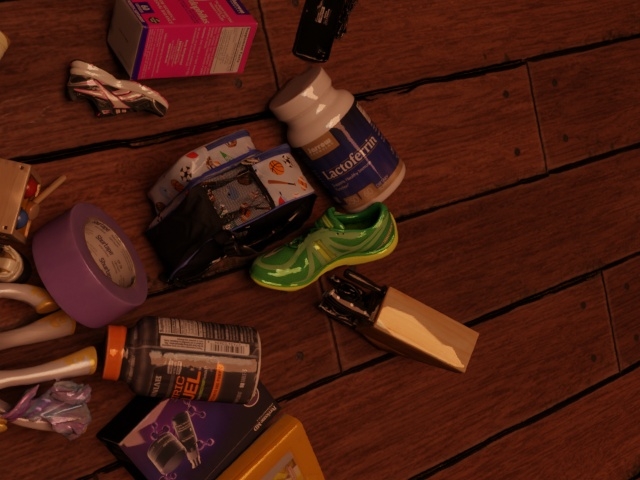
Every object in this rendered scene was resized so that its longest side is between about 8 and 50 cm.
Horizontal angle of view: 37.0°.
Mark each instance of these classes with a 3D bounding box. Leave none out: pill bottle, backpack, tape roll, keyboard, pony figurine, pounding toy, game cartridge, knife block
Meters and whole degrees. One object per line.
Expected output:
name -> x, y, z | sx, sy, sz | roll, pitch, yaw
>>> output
pill bottle -> 0.031, -0.191, 1.820 | 0.265, 0.153, 0.153 | 49, 64, -22
backpack -> -0.152, -0.064, 1.649 | 0.263, 0.276, 0.213 | -20, 86, -36
tape roll -> -0.364, 0.039, 1.524 | 0.080, 0.189, 0.189 | -31, 111, 13
keyboard -> 0.011, -0.436, 1.895 | 0.100, 0.038, 0.192 | 17, 79, -9
pony figurine -> -0.519, 0.208, 1.400 | 0.363, 0.303, 0.351 | 4, 54, -30
pill bottle -> -0.228, 0.192, 1.549 | 0.245, 0.130, 0.131 | 8, 84, -16
pounding toy -> -0.473, -0.065, 1.500 | 0.100, 0.141, 0.130 | 13, 80, -4
game cartridge -> -0.118, 0.511, 1.702 | 0.323, 0.052, 0.285 | -43, 132, -29
knife block -> 0.141, 0.147, 1.838 | 0.088, 0.275, 0.242 | -67, 149, -16

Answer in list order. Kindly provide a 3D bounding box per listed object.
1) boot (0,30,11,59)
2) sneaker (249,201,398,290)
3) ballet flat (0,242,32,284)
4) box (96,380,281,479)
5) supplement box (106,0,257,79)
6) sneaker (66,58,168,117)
boot -> -0.599, -0.292, 1.448 | 0.213, 0.077, 0.165 | 32, 73, -32
sneaker -> 0.000, 0.000, 1.778 | 0.295, 0.109, 0.124 | -21, 127, -14
ballet flat -> -0.511, 0.028, 1.464 | 0.203, 0.074, 0.074 | 35, 68, -49
box -> -0.223, 0.316, 1.666 | 0.261, 0.103, 0.184 | -46, 115, -26
supplement box -> -0.236, -0.356, 1.647 | 0.220, 0.114, 0.111 | -10, 50, -35
sneaker -> -0.351, -0.240, 1.627 | 0.178, 0.072, 0.077 | 20, 89, -24
